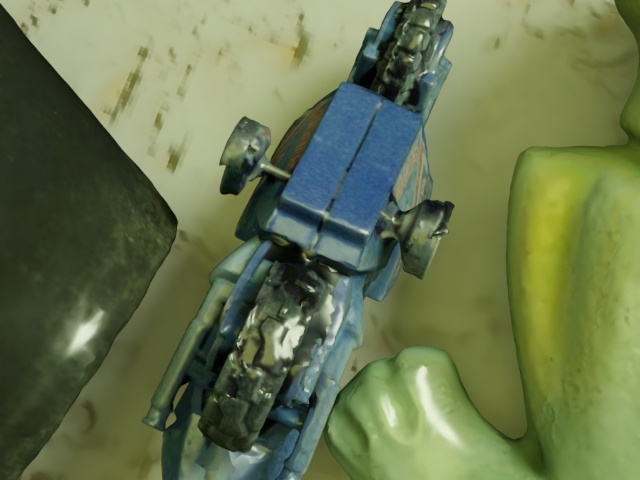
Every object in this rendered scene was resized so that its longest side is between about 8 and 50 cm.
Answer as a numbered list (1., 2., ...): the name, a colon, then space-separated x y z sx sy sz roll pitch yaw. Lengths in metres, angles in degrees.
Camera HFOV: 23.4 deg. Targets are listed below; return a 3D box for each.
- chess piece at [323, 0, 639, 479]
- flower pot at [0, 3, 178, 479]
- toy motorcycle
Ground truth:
1. chess piece: 0.117 0.041 0.533 0.176 0.176 0.298 32 99 10
2. flower pot: -0.145 0.009 0.535 0.148 0.235 0.235 35 86 -9
3. toy motorcycle: 0.000 0.000 0.542 0.076 0.114 0.205 24 52 2
